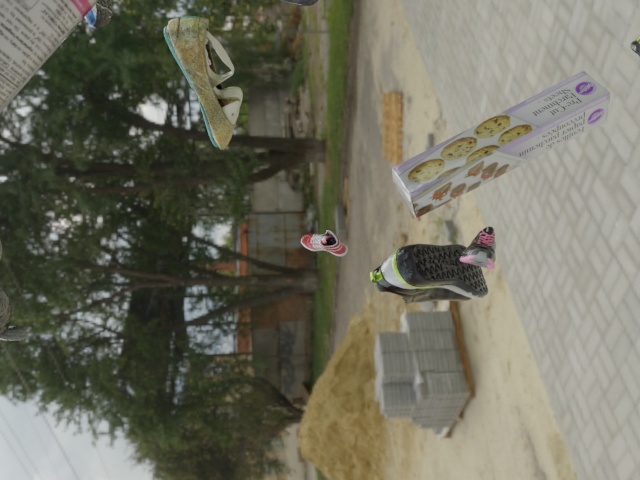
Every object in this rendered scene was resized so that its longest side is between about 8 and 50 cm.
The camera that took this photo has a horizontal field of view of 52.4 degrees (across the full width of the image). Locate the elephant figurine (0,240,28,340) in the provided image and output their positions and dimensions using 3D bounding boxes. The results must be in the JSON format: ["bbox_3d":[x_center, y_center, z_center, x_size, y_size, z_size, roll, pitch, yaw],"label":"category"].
[{"bbox_3d":[-0.559,0.031,0.969,0.239,0.169,0.186,59,146,24],"label":"elephant figurine"}]

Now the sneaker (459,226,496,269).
[{"bbox_3d":[0.217,0.008,0.872,0.119,0.047,0.057,-2,-71,-78],"label":"sneaker"}]

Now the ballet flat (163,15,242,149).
[{"bbox_3d":[-0.244,-0.357,1.501,0.123,0.123,0.348,-97,-9,-46],"label":"ballet flat"}]

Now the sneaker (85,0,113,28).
[{"bbox_3d":[-0.357,-0.361,0.921,0.162,0.073,0.063,56,-173,8],"label":"sneaker"}]

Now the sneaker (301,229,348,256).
[{"bbox_3d":[0.000,0.000,1.473,0.067,0.119,0.042,47,-120,-59],"label":"sneaker"}]

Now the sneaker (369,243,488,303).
[{"bbox_3d":[0.164,0.053,0.995,0.097,0.235,0.084,-30,59,37],"label":"sneaker"}]

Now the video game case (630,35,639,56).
[{"bbox_3d":[0.396,-0.216,0.485,0.248,0.275,0.035,-54,53,37],"label":"video game case"}]

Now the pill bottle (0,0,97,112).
[{"bbox_3d":[-0.360,-0.183,0.606,0.283,0.160,0.160,-51,1,-5],"label":"pill bottle"}]

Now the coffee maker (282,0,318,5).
[{"bbox_3d":[-0.015,-0.398,0.875,0.171,0.120,0.178,67,-144,-46],"label":"coffee maker"}]

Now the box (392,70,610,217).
[{"bbox_3d":[0.263,-0.141,0.956,0.067,0.324,0.063,63,179,38],"label":"box"}]
